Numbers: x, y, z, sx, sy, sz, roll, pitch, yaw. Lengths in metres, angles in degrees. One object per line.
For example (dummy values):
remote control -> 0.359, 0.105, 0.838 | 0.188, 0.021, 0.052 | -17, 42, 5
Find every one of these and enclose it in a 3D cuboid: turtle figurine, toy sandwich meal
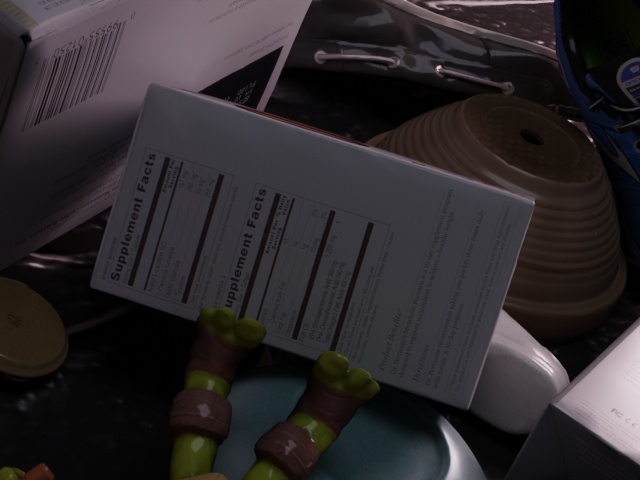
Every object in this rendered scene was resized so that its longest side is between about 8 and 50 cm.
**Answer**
turtle figurine -> -0.050, 0.156, 0.906 | 0.269, 0.087, 0.217 | 18, 62, 18
toy sandwich meal -> -0.194, 0.056, 1.042 | 0.085, 0.029, 0.085 | 25, 35, -19

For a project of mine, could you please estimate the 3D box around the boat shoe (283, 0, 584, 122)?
boat shoe -> 0.112, -0.143, 1.483 | 0.335, 0.095, 0.112 | 19, -3, -14

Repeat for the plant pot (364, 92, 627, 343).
plant pot -> 0.141, -0.038, 1.315 | 0.237, 0.110, 0.237 | 17, 32, -11

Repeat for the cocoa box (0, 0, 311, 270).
cocoa box -> -0.188, -0.167, 1.140 | 0.228, 0.231, 0.347 | 39, 41, 14

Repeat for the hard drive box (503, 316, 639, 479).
hard drive box -> 0.257, 0.144, 1.145 | 0.181, 0.089, 0.232 | 36, 35, 18

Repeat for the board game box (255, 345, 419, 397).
board game box -> 0.023, 0.131, 1.072 | 0.103, 0.026, 0.154 | 10, 35, -21

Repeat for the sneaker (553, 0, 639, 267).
sneaker -> 0.261, -0.083, 1.325 | 0.330, 0.130, 0.147 | 64, 11, 25

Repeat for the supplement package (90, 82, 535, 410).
supplement package -> 0.000, 0.000, 1.075 | 0.244, 0.134, 0.139 | 18, 4, 6

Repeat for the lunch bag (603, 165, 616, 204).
lunch bag -> 0.361, -0.041, 1.481 | 0.219, 0.090, 0.176 | 6, 34, -27

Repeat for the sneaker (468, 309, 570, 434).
sneaker -> 0.083, 0.053, 1.194 | 0.212, 0.080, 0.094 | 39, 23, 10

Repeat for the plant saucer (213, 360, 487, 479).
plant saucer -> 0.022, 0.128, 1.017 | 0.195, 0.037, 0.195 | 16, 33, -11
